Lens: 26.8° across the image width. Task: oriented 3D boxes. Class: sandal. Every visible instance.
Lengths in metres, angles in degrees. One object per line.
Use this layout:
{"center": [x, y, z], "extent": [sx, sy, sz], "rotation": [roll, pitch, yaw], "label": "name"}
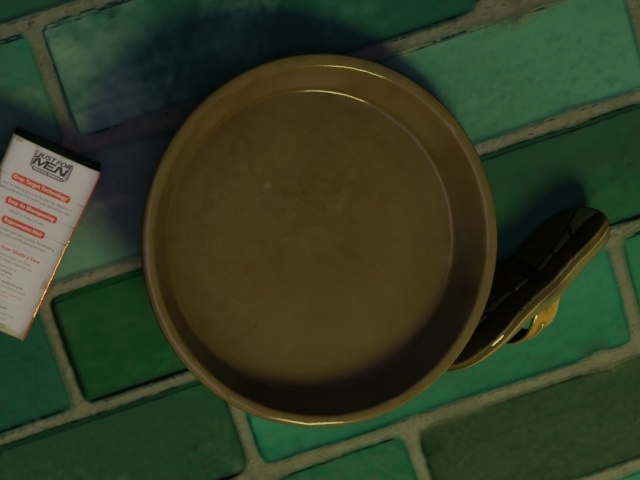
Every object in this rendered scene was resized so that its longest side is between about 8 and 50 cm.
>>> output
{"center": [0.161, 0.046, 1.059], "extent": [0.180, 0.072, 0.049], "rotation": [-40, 125, -3], "label": "sandal"}

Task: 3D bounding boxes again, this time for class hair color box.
{"center": [-0.224, -0.005, 1.000], "extent": [0.072, 0.043, 0.141], "rotation": [25, 98, -12], "label": "hair color box"}

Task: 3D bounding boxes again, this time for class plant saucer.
{"center": [0.000, 0.000, 1.005], "extent": [0.278, 0.041, 0.277], "rotation": [-1, 92, -18], "label": "plant saucer"}

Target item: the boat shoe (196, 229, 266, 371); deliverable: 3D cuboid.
{"center": [-0.071, 0.038, 1.033], "extent": [0.040, 0.049, 0.142], "rotation": [-30, 98, -37], "label": "boat shoe"}
